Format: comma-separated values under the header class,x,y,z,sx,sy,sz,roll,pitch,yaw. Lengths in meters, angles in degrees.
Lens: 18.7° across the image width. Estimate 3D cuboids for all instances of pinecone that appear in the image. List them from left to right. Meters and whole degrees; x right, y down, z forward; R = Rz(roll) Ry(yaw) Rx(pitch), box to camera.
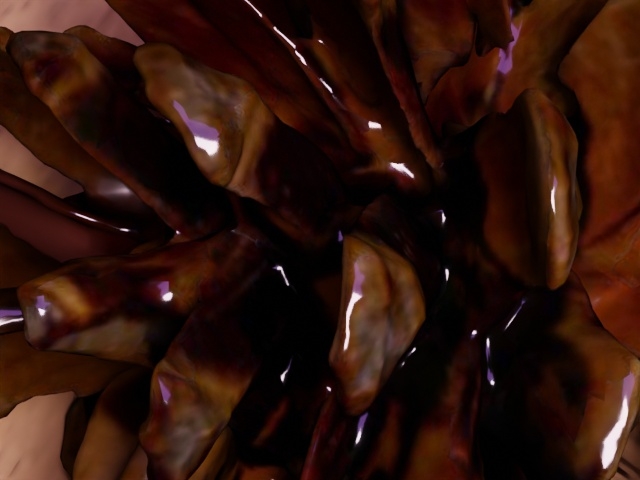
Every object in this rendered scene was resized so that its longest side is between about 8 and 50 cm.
class,x,y,z,sx,sy,sz,roll,pitch,yaw
pinecone,-0.002,-0.001,0.526,0.201,0.202,0.229,19,84,-26
